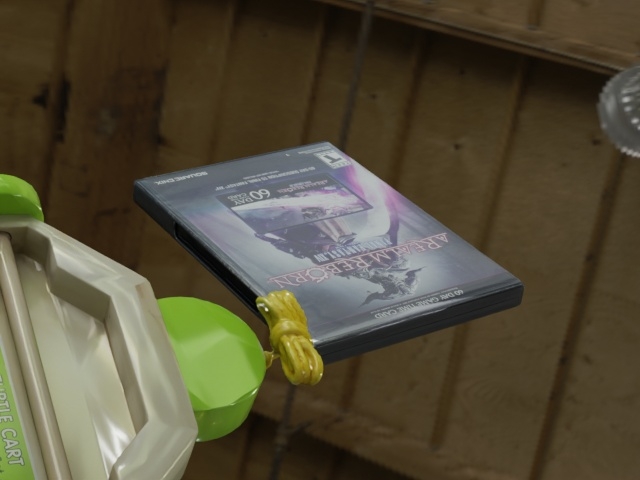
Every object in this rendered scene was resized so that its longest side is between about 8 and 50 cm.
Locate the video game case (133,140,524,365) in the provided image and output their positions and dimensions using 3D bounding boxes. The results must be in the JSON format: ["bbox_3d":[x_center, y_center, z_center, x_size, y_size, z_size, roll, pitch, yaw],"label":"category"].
[{"bbox_3d":[0.000,0.000,1.106,0.274,0.196,0.026,38,-47,45],"label":"video game case"}]

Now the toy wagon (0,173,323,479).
[{"bbox_3d":[-0.166,0.077,0.707,0.068,0.344,0.267,112,-34,-40],"label":"toy wagon"}]
